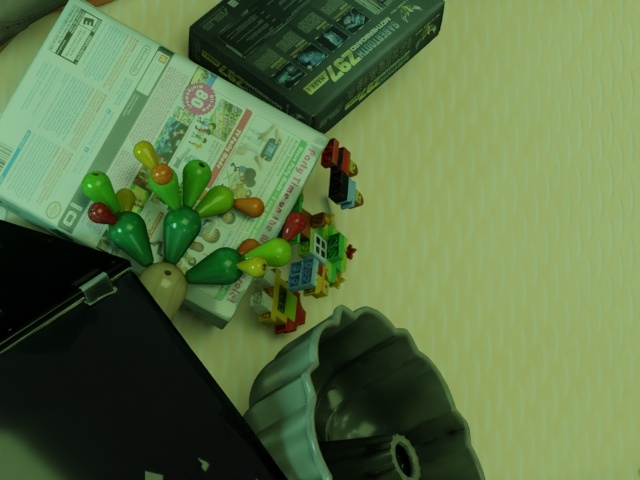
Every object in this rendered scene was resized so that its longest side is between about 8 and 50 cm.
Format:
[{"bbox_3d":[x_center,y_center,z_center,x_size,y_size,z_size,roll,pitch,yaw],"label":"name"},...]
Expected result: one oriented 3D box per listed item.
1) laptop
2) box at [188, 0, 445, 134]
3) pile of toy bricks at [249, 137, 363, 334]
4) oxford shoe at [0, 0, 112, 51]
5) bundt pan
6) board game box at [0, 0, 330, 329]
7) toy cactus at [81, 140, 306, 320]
[{"bbox_3d":[-0.313,0.199,1.699,0.382,0.408,0.236,-34,119,-28],"label":"laptop"},{"bbox_3d":[-0.003,-0.233,2.040,0.183,0.059,0.233,36,61,20],"label":"box"},{"bbox_3d":[0.000,0.000,1.983,0.105,0.118,0.212,40,45,-44],"label":"pile of toy bricks"},{"bbox_3d":[-0.332,-0.276,1.913,0.364,0.133,0.130,-32,87,-27],"label":"oxford shoe"},{"bbox_3d":[0.036,0.238,1.831,0.331,0.124,0.331,41,35,-38],"label":"bundt pan"},{"bbox_3d":[-0.177,-0.078,1.892,0.303,0.097,0.224,30,78,-3],"label":"board game box"},{"bbox_3d":[-0.137,0.009,1.795,0.219,0.112,0.180,19,89,-15],"label":"toy cactus"}]
